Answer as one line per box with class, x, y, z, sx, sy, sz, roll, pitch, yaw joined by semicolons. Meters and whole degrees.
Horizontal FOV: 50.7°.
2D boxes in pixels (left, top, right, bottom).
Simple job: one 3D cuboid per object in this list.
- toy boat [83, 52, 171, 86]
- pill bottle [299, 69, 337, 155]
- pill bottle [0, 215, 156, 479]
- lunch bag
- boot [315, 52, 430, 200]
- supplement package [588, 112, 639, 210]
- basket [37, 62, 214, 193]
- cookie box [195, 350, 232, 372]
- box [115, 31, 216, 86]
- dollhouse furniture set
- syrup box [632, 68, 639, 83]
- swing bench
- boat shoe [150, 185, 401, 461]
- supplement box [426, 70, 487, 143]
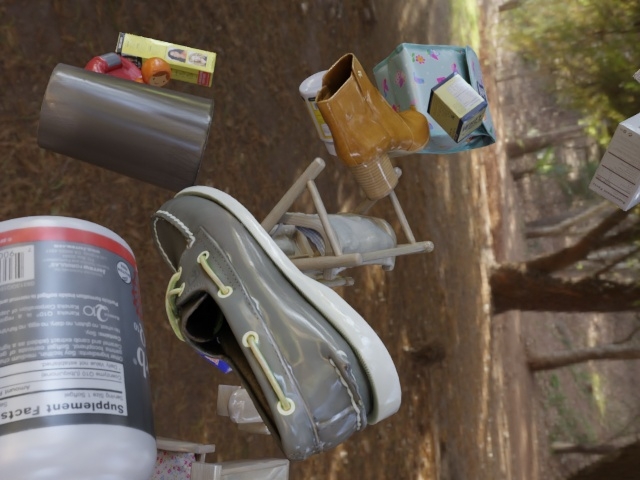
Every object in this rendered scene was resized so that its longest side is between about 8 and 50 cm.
toy boat;-0.356;-0.307;1.376;0.231;0.151;0.151;45;30;-5
pill bottle;0.032;-0.341;1.828;0.119;0.119;0.208;-77;151;-48
pill bottle;-0.288;0.173;0.721;0.210;0.210;0.362;51;20;-58
lunch bag;0.277;-0.314;1.514;0.262;0.160;0.223;-6;79;-28
boot;0.094;-0.226;1.152;0.211;0.104;0.295;62;34;-25
supplement package;0.702;-0.177;1.514;0.105;0.105;0.179;-26;143;-32
basket;-0.290;-0.170;1.014;0.204;0.227;0.154;-117;-136;-69
cookie box;-0.205;0.211;1.440;0.040;0.092;0.107;-1;119;-64
box;-0.378;-0.442;1.659;0.087;0.232;0.058;139;-41;-71
dollhouse furniture set;-0.242;0.345;0.996;0.174;0.356;0.303;23;68;-58
syrup box;0.681;-0.255;1.182;0.237;0.096;0.093;52;-29;18
swing bench;0.000;0.000;1.098;0.253;0.255;0.165;-6;71;-55
boat shoe;-0.069;0.050;0.536;0.091;0.305;0.109;-28;133;-26
supplement box;0.236;-0.230;1.174;0.083;0.056;0.083;50;-9;17
